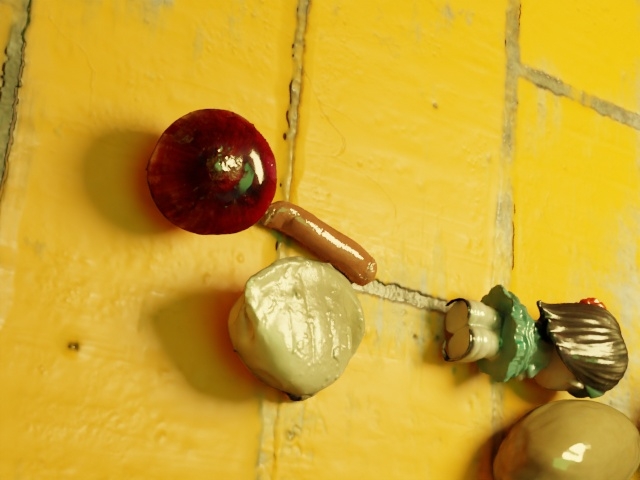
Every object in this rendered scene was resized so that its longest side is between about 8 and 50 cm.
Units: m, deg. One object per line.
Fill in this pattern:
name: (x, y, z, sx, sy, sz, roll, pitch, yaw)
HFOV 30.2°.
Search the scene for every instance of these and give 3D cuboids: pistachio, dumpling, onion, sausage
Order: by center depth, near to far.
onion: (-0.108, -0.068, 1.177, 0.131, 0.131, 0.131, 8, 76, -35)
dumpling: (-0.024, 0.086, 1.224, 0.176, 0.092, 0.150, 47, 58, -20)
sausage: (0.000, 0.000, 1.296, 0.158, 0.036, 0.042, 31, 52, -28)
pistachio: (0.295, 0.256, 1.408, 0.226, 0.135, 0.136, -9, 86, -41)

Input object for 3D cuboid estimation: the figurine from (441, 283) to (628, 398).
figurine: (0.263, 0.114, 1.430, 0.245, 0.110, 0.138, 12, 61, -27)
